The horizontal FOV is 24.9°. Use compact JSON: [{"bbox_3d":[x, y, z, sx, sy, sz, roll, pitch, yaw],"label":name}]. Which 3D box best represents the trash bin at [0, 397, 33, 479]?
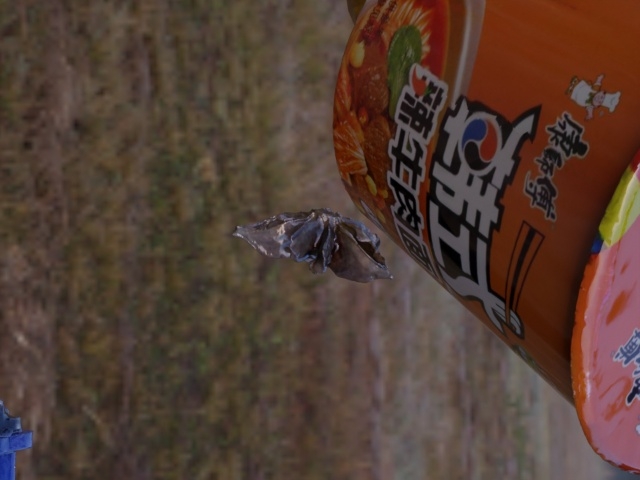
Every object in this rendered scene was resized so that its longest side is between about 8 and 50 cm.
[{"bbox_3d":[-0.304,0.229,1.009,0.184,0.162,0.234,-1,87,-56],"label":"trash bin"}]

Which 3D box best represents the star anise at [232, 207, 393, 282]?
[{"bbox_3d":[-0.010,0.000,1.225,0.124,0.129,0.056,-115,-144,-69],"label":"star anise"}]

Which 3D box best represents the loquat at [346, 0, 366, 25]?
[{"bbox_3d":[0.134,-0.241,1.304,0.235,0.235,0.235,-1,90,-84],"label":"loquat"}]

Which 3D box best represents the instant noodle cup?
[{"bbox_3d":[0.139,-0.048,0.668,0.192,0.250,0.250,37,-35,41],"label":"instant noodle cup"}]
